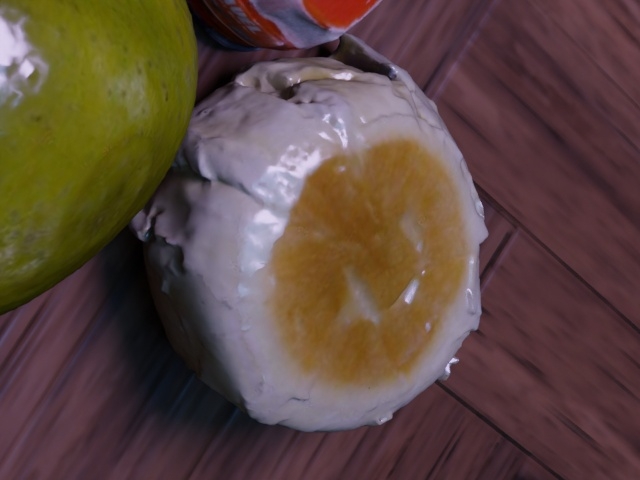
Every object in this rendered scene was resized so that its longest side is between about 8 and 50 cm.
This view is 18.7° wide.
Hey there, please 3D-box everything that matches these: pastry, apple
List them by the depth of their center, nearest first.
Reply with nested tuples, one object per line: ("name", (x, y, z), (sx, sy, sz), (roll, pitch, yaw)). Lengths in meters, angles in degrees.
("apple", (-0.137, -0.058, 0.628), (0.196, 0.196, 0.157), (23, 108, -37))
("pastry", (0.000, 0.000, 0.800), (0.166, 0.088, 0.165), (-13, 111, -35))

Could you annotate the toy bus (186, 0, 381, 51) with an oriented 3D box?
("toy bus", (0.019, -0.148, 0.780), (0.174, 0.077, 0.079), (-48, 124, -16))
